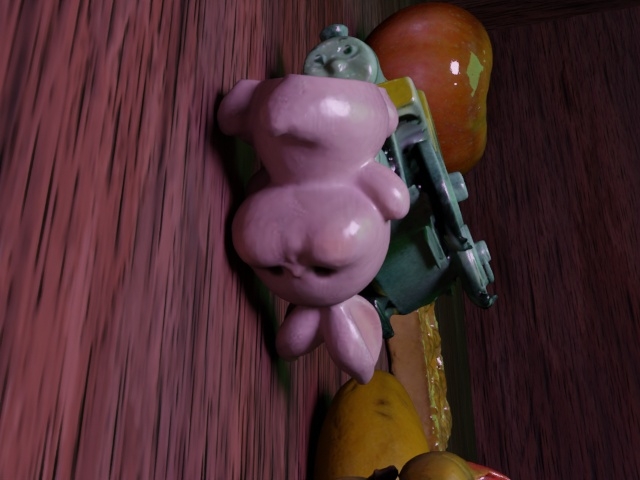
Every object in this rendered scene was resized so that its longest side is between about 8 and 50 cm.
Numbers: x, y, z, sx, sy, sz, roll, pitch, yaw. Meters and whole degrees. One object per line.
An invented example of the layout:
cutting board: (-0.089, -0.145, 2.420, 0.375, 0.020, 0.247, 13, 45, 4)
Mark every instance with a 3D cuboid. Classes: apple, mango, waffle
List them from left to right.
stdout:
mango: (0.044, 0.189, 0.789, 0.195, 0.098, 0.137, -95, 167, -48)
waffle: (0.124, 0.136, 1.323, 0.168, 0.057, 0.274, -19, 101, -78)
apple: (0.136, -0.193, 1.335, 0.210, 0.173, 0.235, -46, 137, -82)

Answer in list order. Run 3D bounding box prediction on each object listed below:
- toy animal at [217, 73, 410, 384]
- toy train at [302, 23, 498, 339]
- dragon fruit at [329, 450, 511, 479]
toy animal: (-0.002, 0.000, 0.648, 0.124, 0.124, 0.212, -45, 133, -76)
toy train: (0.051, -0.055, 0.886, 0.369, 0.150, 0.237, 52, 24, -69)
dragon fruit: (0.057, 0.242, 0.499, 0.243, 0.227, 0.307, 36, -34, 56)
